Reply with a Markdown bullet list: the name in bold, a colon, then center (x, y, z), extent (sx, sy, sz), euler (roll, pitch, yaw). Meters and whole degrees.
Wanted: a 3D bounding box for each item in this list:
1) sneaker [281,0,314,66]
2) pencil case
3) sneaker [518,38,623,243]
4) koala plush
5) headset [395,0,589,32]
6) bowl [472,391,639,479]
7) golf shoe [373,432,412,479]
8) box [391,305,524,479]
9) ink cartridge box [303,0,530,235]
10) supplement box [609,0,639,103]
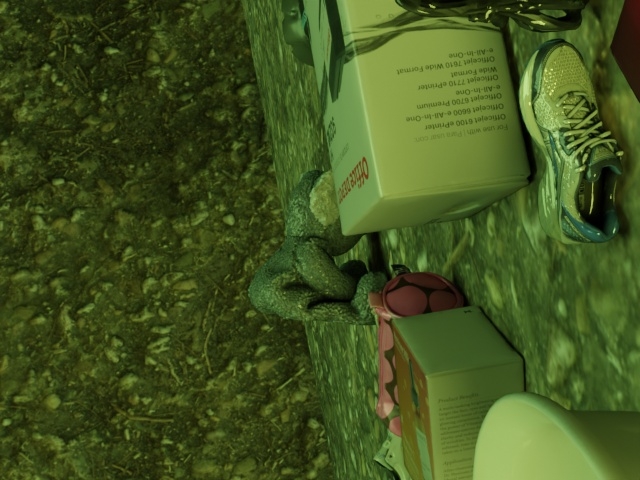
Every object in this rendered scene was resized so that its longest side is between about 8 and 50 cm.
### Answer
- **sneaker**: center (0.031, -0.369, 1.121), extent (0.139, 0.125, 0.341), euler (5, 103, 54)
- **pencil case**: center (0.103, 0.131, 1.107), extent (0.095, 0.098, 0.209), euler (-109, 11, -52)
- **sneaker**: center (0.165, -0.060, 0.632), extent (0.058, 0.052, 0.135), euler (-149, 43, -68)
- **koala plush**: center (0.000, 0.000, 1.478), extent (0.196, 0.203, 0.221), euler (-146, 59, -79)
- **headset**: center (0.104, -0.325, 0.573), extent (0.243, 0.185, 0.394), euler (-136, 53, -72)
- **bowl**: center (0.180, 0.208, 0.475), extent (0.298, 0.134, 0.298), euler (172, 90, -83)
- **golf shoe**: center (0.107, 0.254, 1.277), extent (0.069, 0.086, 0.176), euler (108, 154, -78)
- **box**: center (0.132, 0.168, 0.961), extent (0.130, 0.091, 0.171), euler (-119, 21, -69)
- **ink cartridge box**: center (0.067, -0.174, 0.891), extent (0.223, 0.129, 0.308), euler (133, 128, -80)
- **supplement box**: center (0.178, -0.116, 0.337), extent (0.239, 0.073, 0.130), euler (89, 168, -53)
